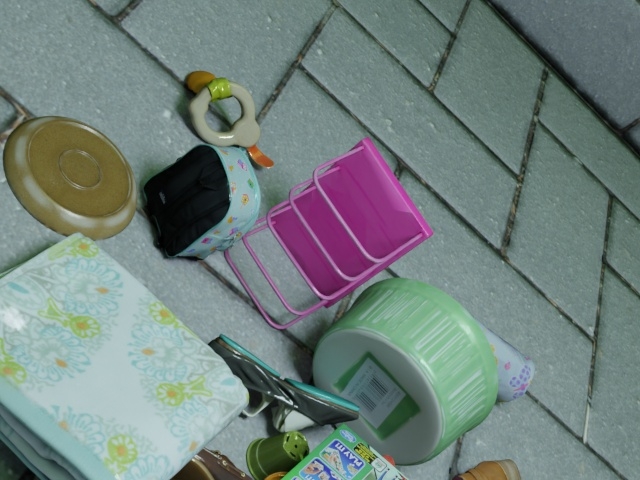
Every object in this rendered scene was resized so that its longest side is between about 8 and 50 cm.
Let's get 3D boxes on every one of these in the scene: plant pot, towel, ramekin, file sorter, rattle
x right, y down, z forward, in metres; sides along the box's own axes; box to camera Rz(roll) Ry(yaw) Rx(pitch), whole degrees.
[{"bbox_3d":[-0.395,-0.109,1.572,0.236,0.032,0.236,25,46,-30],"label":"plant pot"},{"bbox_3d":[-0.314,0.173,1.334,0.374,0.090,0.320,42,38,7],"label":"towel"},{"bbox_3d":[0.131,0.229,1.633,0.148,0.303,0.303,-33,86,-44],"label":"ramekin"},{"bbox_3d":[-0.060,0.336,1.523,0.083,0.079,0.083,27,45,-30],"label":"plant pot"},{"bbox_3d":[0.000,0.000,1.680,0.182,0.291,0.202,-28,82,-48],"label":"file sorter"},{"bbox_3d":[-0.182,-0.224,1.878,0.199,0.143,0.130,46,69,-32],"label":"rattle"}]

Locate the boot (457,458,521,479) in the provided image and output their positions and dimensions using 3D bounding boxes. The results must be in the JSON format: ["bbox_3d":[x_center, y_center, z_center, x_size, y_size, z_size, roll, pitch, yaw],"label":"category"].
[{"bbox_3d":[0.331,0.508,1.798,0.152,0.073,0.197,-3,59,-42],"label":"boot"}]

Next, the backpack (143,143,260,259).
[{"bbox_3d":[-0.185,-0.070,1.625,0.144,0.188,0.166,2,59,-44],"label":"backpack"}]

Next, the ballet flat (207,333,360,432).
[{"bbox_3d":[-0.073,0.251,1.571,0.280,0.095,0.096,29,86,-12],"label":"ballet flat"}]

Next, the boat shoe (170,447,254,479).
[{"bbox_3d":[-0.158,0.348,1.425,0.207,0.073,0.073,47,36,-18],"label":"boat shoe"}]

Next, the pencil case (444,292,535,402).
[{"bbox_3d":[0.306,0.217,1.959,0.273,0.113,0.124,37,4,-18],"label":"pencil case"}]

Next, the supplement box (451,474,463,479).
[{"bbox_3d":[0.222,0.513,1.637,0.130,0.073,0.239,32,34,21],"label":"supplement box"}]

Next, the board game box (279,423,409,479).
[{"bbox_3d":[0.083,0.423,1.351,0.317,0.046,0.213,38,42,17],"label":"board game box"}]

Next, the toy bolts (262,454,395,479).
[{"bbox_3d":[-0.001,0.422,1.473,0.218,0.158,0.228,26,41,4],"label":"toy bolts"}]
